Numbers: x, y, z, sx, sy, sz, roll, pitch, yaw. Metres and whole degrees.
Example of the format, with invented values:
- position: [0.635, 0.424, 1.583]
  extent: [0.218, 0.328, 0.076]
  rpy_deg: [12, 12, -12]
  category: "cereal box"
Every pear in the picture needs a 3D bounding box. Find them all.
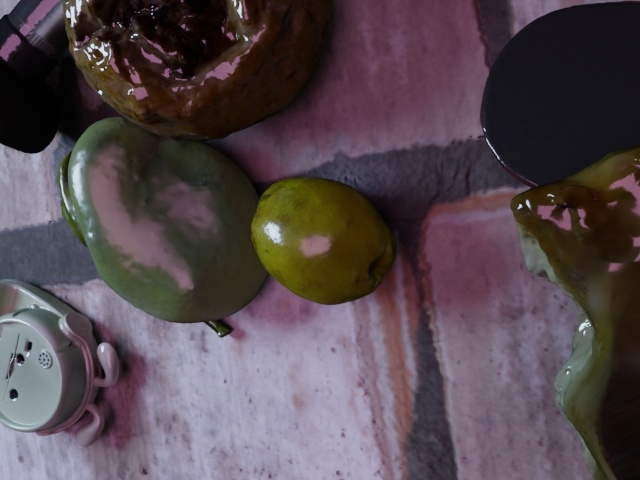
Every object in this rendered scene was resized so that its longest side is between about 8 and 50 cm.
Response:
- position: [0.000, 0.000, 0.624]
  extent: [0.131, 0.107, 0.107]
  rpy_deg: [20, 102, 24]
  category: "pear"

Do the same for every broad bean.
- position: [-0.151, -0.019, 0.679]
  extent: [0.228, 0.100, 0.169]
  rpy_deg: [26, 89, 11]
  category: "broad bean"

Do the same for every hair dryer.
- position: [-0.285, -0.291, 0.734]
  extent: [0.320, 0.156, 0.284]
  rpy_deg: [-51, 56, 5]
  category: "hair dryer"

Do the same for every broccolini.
- position: [-0.149, 0.057, 0.728]
  extent: [0.140, 0.030, 0.035]
  rpy_deg: [36, 143, 7]
  category: "broccolini"

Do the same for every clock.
- position: [-0.308, 0.138, 0.778]
  extent: [0.191, 0.062, 0.151]
  rpy_deg: [21, 102, 18]
  category: "clock"

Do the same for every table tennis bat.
- position: [0.270, -0.097, 0.522]
  extent: [0.301, 0.022, 0.173]
  rpy_deg: [11, 78, 20]
  category: "table tennis bat"

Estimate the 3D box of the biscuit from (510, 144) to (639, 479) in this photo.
- position: [0.258, 0.072, 0.479]
  extent: [0.335, 0.078, 0.329]
  rpy_deg: [27, 110, -8]
  category: "biscuit"

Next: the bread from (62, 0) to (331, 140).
- position: [-0.106, -0.191, 0.600]
  extent: [0.230, 0.123, 0.229]
  rpy_deg: [-2, 105, -6]
  category: "bread"
